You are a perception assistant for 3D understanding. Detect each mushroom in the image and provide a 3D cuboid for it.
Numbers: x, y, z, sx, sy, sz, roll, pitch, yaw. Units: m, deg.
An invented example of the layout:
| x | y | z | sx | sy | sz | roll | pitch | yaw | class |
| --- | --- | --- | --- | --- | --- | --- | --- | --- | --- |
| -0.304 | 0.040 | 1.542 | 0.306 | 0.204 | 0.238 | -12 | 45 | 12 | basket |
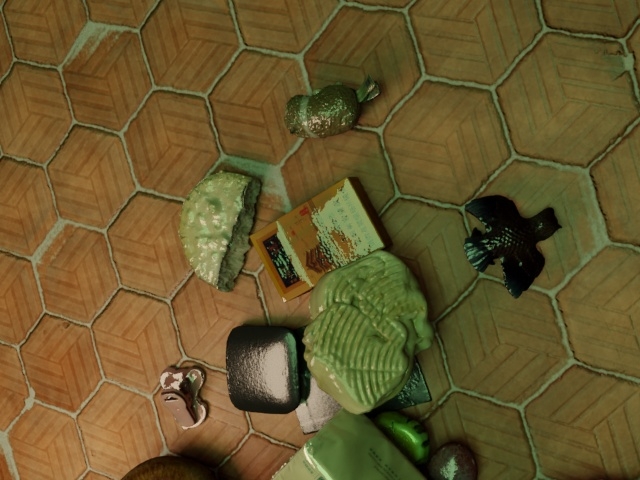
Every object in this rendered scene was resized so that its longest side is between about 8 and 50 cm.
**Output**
| x | y | z | sx | sy | sz | roll | pitch | yaw | class |
| --- | --- | --- | --- | --- | --- | --- | --- | --- | --- |
| -0.329 | 0.688 | 1.678 | 0.334 | 0.356 | 0.331 | -19 | 106 | -11 | mushroom |

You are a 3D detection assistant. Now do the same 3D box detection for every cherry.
| x | y | z | sx | sy | sz | roll | pitch | yaw | class |
| --- | --- | --- | --- | --- | --- | --- | --- | --- | --- |
| 0.272 | 0.527 | 1.558 | 0.107 | 0.090 | 0.225 | 10 | 108 | 2 | cherry |

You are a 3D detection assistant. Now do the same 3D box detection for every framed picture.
| x | y | z | sx | sy | sz | roll | pitch | yaw | class |
| --- | --- | --- | --- | --- | --- | --- | --- | --- | --- |
| 0.062 | 0.288 | 1.653 | 0.324 | 0.013 | 0.244 | -21 | 87 | 22 | framed picture |

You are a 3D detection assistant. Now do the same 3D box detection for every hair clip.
| x | y | z | sx | sy | sz | roll | pitch | yaw | class |
| --- | --- | --- | --- | --- | --- | --- | --- | --- | --- |
| -0.333 | 0.386 | 1.805 | 0.123 | 0.102 | 0.138 | -12 | 123 | 23 | hair clip |

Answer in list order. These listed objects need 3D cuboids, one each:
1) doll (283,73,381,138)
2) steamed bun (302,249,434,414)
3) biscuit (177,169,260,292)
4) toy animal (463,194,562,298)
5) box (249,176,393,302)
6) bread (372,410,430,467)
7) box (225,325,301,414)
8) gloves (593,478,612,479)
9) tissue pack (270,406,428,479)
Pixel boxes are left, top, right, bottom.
| x | y | z | sx | sy | sz | roll | pitch | yaw | class |
| --- | --- | --- | --- | --- | --- | --- | --- | --- | --- |
| 0.027 | -0.279 | 1.567 | 0.221 | 0.105 | 0.115 | -14 | 48 | 14 | doll |
| 0.092 | 0.192 | 1.522 | 0.276 | 0.203 | 0.289 | -24 | 85 | -6 | steamed bun |
| -0.250 | -0.028 | 1.705 | 0.179 | 0.084 | 0.281 | 16 | 101 | 19 | biscuit |
| 0.383 | -0.003 | 1.447 | 0.179 | 0.116 | 0.218 | -28 | 78 | 22 | toy animal |
| 0.000 | 0.000 | 1.617 | 0.274 | 0.076 | 0.174 | -30 | 83 | 21 | box |
| 0.173 | 0.434 | 1.590 | 0.139 | 0.071 | 0.130 | -5 | 94 | 29 | bread |
| -0.132 | 0.301 | 1.704 | 0.201 | 0.042 | 0.212 | -2 | 97 | 28 | box |
| 0.547 | 0.542 | 1.439 | 0.241 | 0.126 | 0.145 | 5 | 103 | 48 | gloves |
| 0.091 | 0.567 | 1.524 | 0.380 | 0.207 | 0.297 | 43 | 135 | 13 | tissue pack |
